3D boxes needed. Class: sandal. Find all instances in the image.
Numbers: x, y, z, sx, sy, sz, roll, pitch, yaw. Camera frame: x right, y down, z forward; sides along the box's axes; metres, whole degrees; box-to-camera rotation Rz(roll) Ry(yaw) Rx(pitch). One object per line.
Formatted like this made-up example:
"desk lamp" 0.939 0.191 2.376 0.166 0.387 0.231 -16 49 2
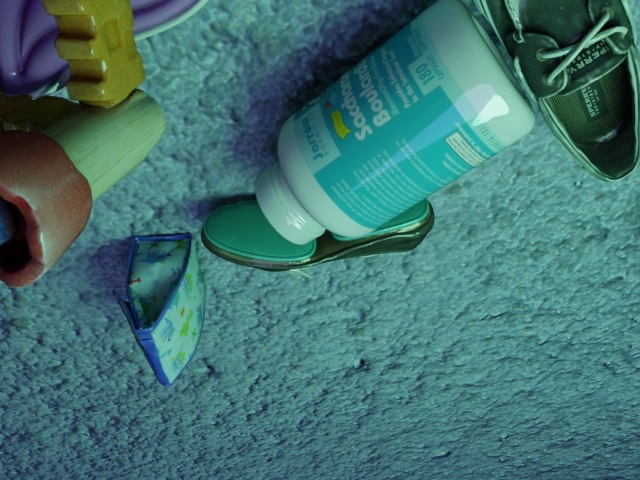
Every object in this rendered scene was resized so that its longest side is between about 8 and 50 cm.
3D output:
"sandal" -0.273 -0.173 0.501 0.416 0.102 0.169 -26 133 18

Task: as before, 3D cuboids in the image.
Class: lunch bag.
"lunch bag" -0.199 0.088 0.751 0.096 0.151 0.129 -5 138 -1

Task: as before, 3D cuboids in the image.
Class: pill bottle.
"pill bottle" 0.059 -0.098 0.584 0.264 0.146 0.146 -33 130 25

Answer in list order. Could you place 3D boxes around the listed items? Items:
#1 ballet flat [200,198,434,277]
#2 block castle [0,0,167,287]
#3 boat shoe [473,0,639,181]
"ballet flat" 0.000 0.000 0.726 0.280 0.095 0.096 -5 149 -1
"block castle" -0.276 -0.204 0.280 0.303 0.213 0.453 10 126 15
"boat shoe" 0.233 -0.182 0.534 0.121 0.119 0.335 -30 132 24
